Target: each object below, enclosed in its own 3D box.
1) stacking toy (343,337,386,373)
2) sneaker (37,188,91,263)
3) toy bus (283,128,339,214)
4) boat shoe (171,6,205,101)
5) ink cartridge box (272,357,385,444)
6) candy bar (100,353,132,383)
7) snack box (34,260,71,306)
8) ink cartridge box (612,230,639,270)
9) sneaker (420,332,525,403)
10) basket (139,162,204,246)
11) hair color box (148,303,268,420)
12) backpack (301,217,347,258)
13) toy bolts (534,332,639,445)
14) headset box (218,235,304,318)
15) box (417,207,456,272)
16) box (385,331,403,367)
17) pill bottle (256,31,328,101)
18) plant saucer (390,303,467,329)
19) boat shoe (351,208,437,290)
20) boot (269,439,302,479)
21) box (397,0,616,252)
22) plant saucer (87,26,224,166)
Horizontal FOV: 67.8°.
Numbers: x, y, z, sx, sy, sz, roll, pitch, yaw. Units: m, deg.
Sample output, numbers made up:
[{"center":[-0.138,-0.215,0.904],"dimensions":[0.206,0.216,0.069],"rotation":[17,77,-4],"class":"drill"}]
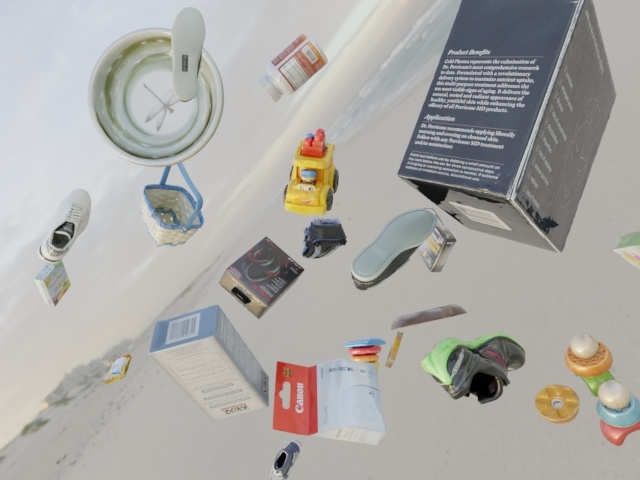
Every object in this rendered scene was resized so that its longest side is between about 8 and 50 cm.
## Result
[{"center":[0.223,0.627,2.281],"dimensions":[0.166,0.175,0.302],"rotation":[-18,71,42],"class":"stacking toy"},{"center":[-0.685,-0.050,1.306],"dimensions":[0.095,0.090,0.235],"rotation":[-30,43,46],"class":"sneaker"},{"center":[-0.024,-0.211,1.403],"dimensions":[0.220,0.149,0.211],"rotation":[-75,-9,-48],"class":"toy bus"},{"center":[-0.329,-0.451,1.165],"dimensions":[0.070,0.078,0.219],"rotation":[-149,67,-71],"class":"boat shoe"},{"center":[0.029,0.560,1.732],"dimensions":[0.308,0.385,0.091],"rotation":[-92,18,-56],"class":"ink cartridge box"},{"center":[-0.370,0.235,0.870],"dimensions":[0.040,0.018,0.161],"rotation":[-16,4,-17],"class":"candy bar"},{"center":[-0.875,0.137,1.562],"dimensions":[0.141,0.037,0.100],"rotation":[102,-179,-46],"class":"snack box"},{"center":[0.864,0.034,1.272],"dimensions":[0.062,0.109,0.209],"rotation":[-50,-11,3],"class":"ink cartridge box"},{"center":[0.516,0.422,1.532],"dimensions":[0.185,0.483,0.202],"rotation":[-55,49,33],"class":"sneaker"},{"center":[-0.545,-0.137,1.771],"dimensions":[0.201,0.255,0.289],"rotation":[-8,-34,-42],"class":"basket"},{"center":[-0.298,0.357,1.350],"dimensions":[0.185,0.374,0.113],"rotation":[-16,40,7],"class":"hair color box"},{"center":[0.000,0.000,1.877],"dimensions":[0.173,0.158,0.117],"rotation":[-49,52,53],"class":"backpack"},{"center":[0.612,0.344,1.096],"dimensions":[0.218,0.158,0.228],"rotation":[-32,28,2],"class":"toy bolts"},{"center":[-0.236,0.149,1.871],"dimensions":[0.293,0.218,0.110],"rotation":[-43,-8,-46],"class":"headset box"},{"center":[0.487,-0.004,2.083],"dimensions":[0.231,0.056,0.183],"rotation":[-111,29,-47],"class":"box"},{"center":[0.287,0.417,1.847],"dimensions":[0.081,0.028,0.136],"rotation":[98,-167,-55],"class":"box"},{"center":[-0.093,-0.546,1.519],"dimensions":[0.216,0.121,0.121],"rotation":[-39,9,7],"class":"pill bottle"},{"center":[0.425,0.302,1.901],"dimensions":[0.310,0.050,0.310],"rotation":[-13,-12,-3],"class":"plant saucer"},{"center":[0.200,0.022,1.321],"dimensions":[0.302,0.114,0.091],"rotation":[-33,-29,-18],"class":"boat shoe"},{"center":[-0.132,0.735,1.541],"dimensions":[0.086,0.069,0.190],"rotation":[5,-67,-60],"class":"boot"},{"center":[0.493,-0.274,1.204],"dimensions":[0.297,0.480,0.472],"rotation":[21,88,40],"class":"box"},{"center":[-0.476,-0.414,1.415],"dimensions":[0.400,0.400,0.100],"rotation":[-51,0,2],"class":"plant saucer"}]
